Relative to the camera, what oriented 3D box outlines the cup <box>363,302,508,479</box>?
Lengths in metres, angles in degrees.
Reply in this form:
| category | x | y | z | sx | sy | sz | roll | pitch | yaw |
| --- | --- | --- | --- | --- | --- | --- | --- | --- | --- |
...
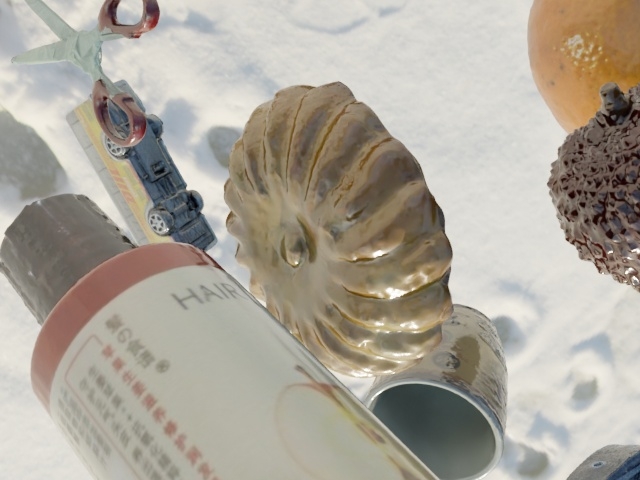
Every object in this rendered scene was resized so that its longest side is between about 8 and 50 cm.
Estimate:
| category | x | y | z | sx | sy | sz | roll | pitch | yaw |
| --- | --- | --- | --- | --- | --- | --- | --- | --- | --- |
| cup | 0.198 | 0.263 | 1.532 | 0.257 | 0.227 | 0.301 | -57 | 173 | -52 |

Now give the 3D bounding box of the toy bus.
| category | x | y | z | sx | sy | sz | roll | pitch | yaw |
| --- | --- | --- | --- | --- | --- | --- | --- | --- | --- |
| toy bus | -0.253 | -0.088 | 1.294 | 0.092 | 0.106 | 0.268 | -40 | 105 | -48 |

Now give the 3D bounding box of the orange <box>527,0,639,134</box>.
| category | x | y | z | sx | sy | sz | roll | pitch | yaw |
| --- | --- | --- | --- | --- | --- | --- | --- | --- | --- |
| orange | 0.571 | -0.346 | 1.603 | 0.424 | 0.326 | 0.424 | 9 | 71 | -29 |

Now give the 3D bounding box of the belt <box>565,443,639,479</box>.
| category | x | y | z | sx | sy | sz | roll | pitch | yaw |
| --- | --- | --- | --- | --- | --- | --- | --- | --- | --- |
| belt | 0.483 | 0.411 | 1.469 | 0.218 | 0.128 | 0.122 | -30 | 95 | -28 |

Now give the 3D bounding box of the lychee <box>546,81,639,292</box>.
| category | x | y | z | sx | sy | sz | roll | pitch | yaw |
| --- | --- | --- | --- | --- | --- | --- | --- | --- | --- |
| lychee | 0.418 | -0.069 | 1.096 | 0.276 | 0.276 | 0.304 | -42 | 109 | -6 |

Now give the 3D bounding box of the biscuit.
| category | x | y | z | sx | sy | sz | roll | pitch | yaw |
| --- | --- | --- | --- | --- | --- | --- | --- | --- | --- |
| biscuit | 0.000 | 0.000 | 0.966 | 0.107 | 0.325 | 0.326 | -25 | 131 | -32 |

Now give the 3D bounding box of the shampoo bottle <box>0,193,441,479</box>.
| category | x | y | z | sx | sy | sz | roll | pitch | yaw |
| --- | --- | --- | --- | --- | --- | --- | --- | --- | --- |
| shampoo bottle | -0.054 | 0.073 | 0.397 | 0.104 | 0.278 | 0.104 | -30 | 142 | -27 |

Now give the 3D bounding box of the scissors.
| category | x | y | z | sx | sy | sz | roll | pitch | yaw |
| --- | --- | --- | --- | --- | --- | --- | --- | --- | --- |
| scissors | -0.236 | -0.187 | 0.879 | 0.017 | 0.247 | 0.144 | -8 | 115 | -44 |
